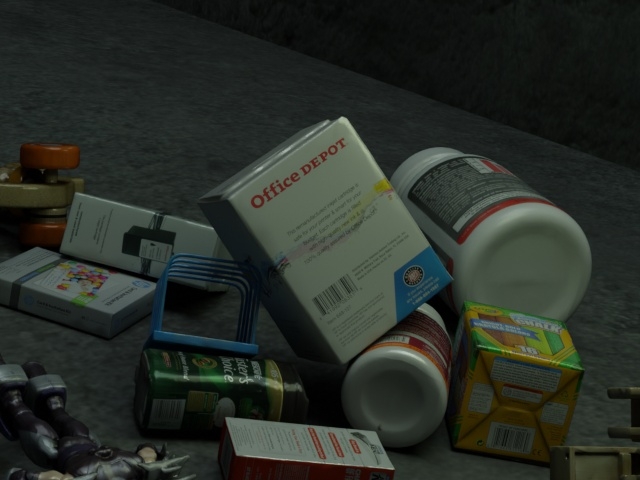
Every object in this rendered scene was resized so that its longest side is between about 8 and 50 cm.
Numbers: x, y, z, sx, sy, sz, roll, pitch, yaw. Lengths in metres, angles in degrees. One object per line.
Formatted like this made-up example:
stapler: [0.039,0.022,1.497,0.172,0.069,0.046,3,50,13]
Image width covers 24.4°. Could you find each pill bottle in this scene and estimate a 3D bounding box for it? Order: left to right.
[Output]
pill bottle: [0.095,0.149,1.746,0.121,0.121,0.221,13,17,4]
pill bottle: [0.232,-0.008,2.185,0.210,0.210,0.363,5,19,-20]

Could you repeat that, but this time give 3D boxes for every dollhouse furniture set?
dollhouse furniture set: [0.355,0.252,1.453,0.161,0.212,0.242,4,-8,-20]

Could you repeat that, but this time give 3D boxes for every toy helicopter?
toy helicopter: [-0.461,-0.080,2.169,0.235,0.140,0.355,1,7,-4]

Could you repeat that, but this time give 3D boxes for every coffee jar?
coffee jar: [-0.108,0.169,1.618,0.184,0.079,0.096,7,17,-17]

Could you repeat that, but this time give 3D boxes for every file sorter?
file sorter: [-0.136,0.083,1.722,0.118,0.104,0.170,9,-11,-9]

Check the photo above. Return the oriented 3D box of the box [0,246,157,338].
box: [-0.318,0.064,1.886,0.186,0.038,0.145,17,18,15]

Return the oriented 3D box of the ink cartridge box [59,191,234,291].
ink cartridge box: [-0.225,0.003,1.999,0.208,0.087,0.153,15,0,7]

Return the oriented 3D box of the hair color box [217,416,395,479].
hair color box: [-0.016,0.231,1.527,0.167,0.053,0.093,6,17,-13]

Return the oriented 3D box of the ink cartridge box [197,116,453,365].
ink cartridge box: [0.000,0.000,1.720,0.171,0.233,0.168,-35,10,-15]

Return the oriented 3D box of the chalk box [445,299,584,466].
chalk box: [0.224,0.160,1.778,0.132,0.132,0.213,11,17,-4]

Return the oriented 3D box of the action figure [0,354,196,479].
action figure: [-0.238,0.204,1.407,0.185,0.099,0.285,6,20,-41]
